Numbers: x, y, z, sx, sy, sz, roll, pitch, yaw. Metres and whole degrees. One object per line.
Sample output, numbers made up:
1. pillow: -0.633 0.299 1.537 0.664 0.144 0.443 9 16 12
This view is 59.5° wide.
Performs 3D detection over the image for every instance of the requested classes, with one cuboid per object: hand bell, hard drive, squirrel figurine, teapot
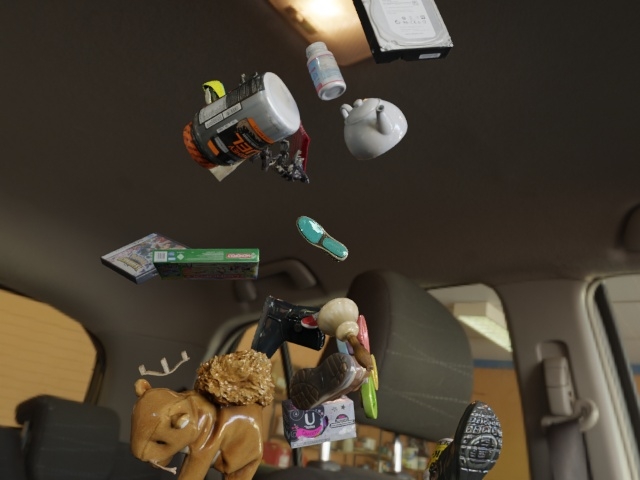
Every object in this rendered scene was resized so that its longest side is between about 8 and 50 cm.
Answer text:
1. hand bell: 0.087 0.266 1.493 0.126 0.126 0.242 19 16 -27
2. hard drive: 0.228 -0.682 1.659 0.236 0.339 0.064 -9 -23 -17
3. squirrel figurine: -0.297 0.421 1.422 0.281 0.397 0.370 30 -11 37
4. teapot: 0.176 -0.430 2.039 0.256 0.252 0.187 -22 -62 32

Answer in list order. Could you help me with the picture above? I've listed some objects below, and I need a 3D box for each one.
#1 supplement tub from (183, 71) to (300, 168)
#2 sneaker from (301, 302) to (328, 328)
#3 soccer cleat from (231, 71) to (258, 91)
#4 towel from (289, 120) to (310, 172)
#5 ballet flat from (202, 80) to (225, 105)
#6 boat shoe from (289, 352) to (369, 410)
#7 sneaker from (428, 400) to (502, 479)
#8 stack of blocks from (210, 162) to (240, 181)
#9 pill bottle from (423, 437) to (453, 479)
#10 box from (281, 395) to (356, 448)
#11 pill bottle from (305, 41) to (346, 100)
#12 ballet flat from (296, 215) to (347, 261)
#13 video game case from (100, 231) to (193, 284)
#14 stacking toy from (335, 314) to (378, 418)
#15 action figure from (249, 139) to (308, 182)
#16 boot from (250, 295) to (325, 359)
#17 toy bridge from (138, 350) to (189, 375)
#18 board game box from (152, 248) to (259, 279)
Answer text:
1. supplement tub: -0.253 -0.366 1.767 0.338 0.207 0.207 -23 -34 24
2. sneaker: 0.002 0.219 1.635 0.118 0.042 0.067 -3 -51 -28
3. soccer cleat: -0.284 -0.567 2.263 0.116 0.331 0.143 -6 -55 9
4. towel: -0.093 -0.399 2.427 0.031 0.275 0.199 3 -63 -14
5. ballet flat: -0.344 -0.444 1.920 0.077 0.231 0.077 -31 -12 40
6. boat shoe: 0.025 0.414 1.616 0.116 0.123 0.324 9 -29 -35
7. sneaker: 0.285 0.472 1.168 0.109 0.286 0.130 24 -11 -20
8. stack of blocks: -0.334 -0.376 2.331 0.087 0.297 0.171 50 -2 -12
9. pill bottle: 0.433 0.814 1.973 0.119 0.208 0.119 16 -54 24
10. box: -0.010 0.662 2.084 0.247 0.142 0.163 -6 -1 -14
11. pill bottle: 0.011 -0.512 1.689 0.087 0.160 0.087 -19 -14 -5
12. ballet flat: 0.000 0.000 2.261 0.248 0.086 0.086 40 -25 1
13. video game case: -0.658 0.061 2.125 0.274 0.248 0.035 19 -53 40
14. stacking toy: 0.099 0.420 1.826 0.130 0.279 0.309 -9 -63 10
15. action figure: -0.133 -0.305 2.140 0.275 0.141 0.164 15 14 -49
16. boot: -0.094 0.305 1.701 0.207 0.247 0.094 15 -8 9
17. toy bridge: -0.596 0.483 2.153 0.188 0.063 0.026 -17 15 -7
18. board game box: -0.358 0.078 1.788 0.317 0.046 0.213 0 -19 -8
